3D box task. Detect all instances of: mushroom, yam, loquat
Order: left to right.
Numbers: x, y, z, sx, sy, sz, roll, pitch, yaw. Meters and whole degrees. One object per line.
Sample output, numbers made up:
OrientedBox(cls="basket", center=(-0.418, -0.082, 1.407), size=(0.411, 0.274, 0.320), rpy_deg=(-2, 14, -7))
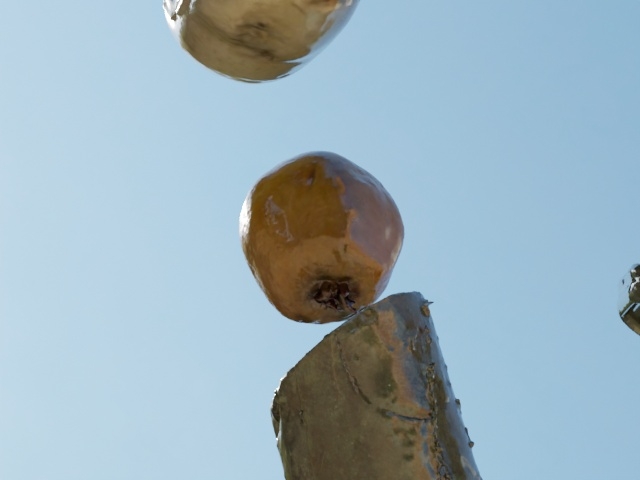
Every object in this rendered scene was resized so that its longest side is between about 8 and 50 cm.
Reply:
OrientedBox(cls="mushroom", center=(-0.113, -0.324, 1.618), size=(0.336, 0.314, 0.314), rpy_deg=(15, -31, -26))
OrientedBox(cls="loquat", center=(0.000, 0.000, 1.852), size=(0.187, 0.234, 0.176), rpy_deg=(-41, -41, 21))
OrientedBox(cls="yam", center=(0.057, 0.209, 1.295), size=(0.168, 0.168, 0.304), rpy_deg=(-31, -109, 49))

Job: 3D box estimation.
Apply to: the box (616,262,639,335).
OrientedBox(cls="box", center=(0.401, 0.054, 1.291), size=(0.274, 0.178, 0.138), rpy_deg=(35, -10, 7))
